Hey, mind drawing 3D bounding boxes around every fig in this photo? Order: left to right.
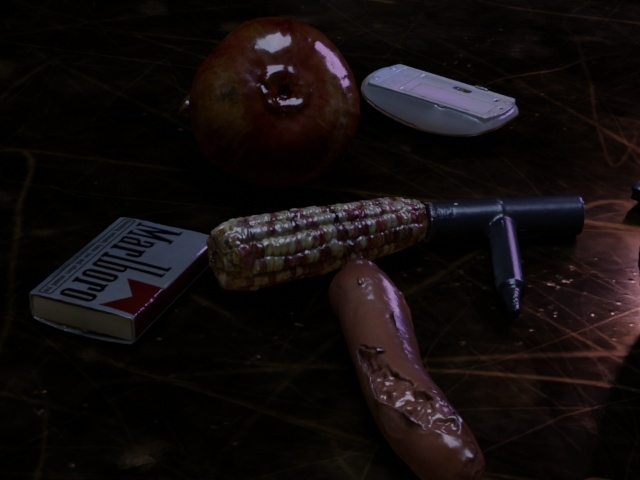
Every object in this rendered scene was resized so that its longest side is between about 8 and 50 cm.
[{"bbox_3d":[-0.057,-0.151,1.736,0.205,0.205,0.205,1,29,-1],"label":"fig"}]

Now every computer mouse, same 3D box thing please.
[{"bbox_3d":[0.144,-0.167,1.896,0.199,0.044,0.102,19,33,29],"label":"computer mouse"}]

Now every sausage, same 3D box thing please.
[{"bbox_3d":[0.068,0.117,1.363,0.078,0.078,0.304,-5,32,-12],"label":"sausage"}]

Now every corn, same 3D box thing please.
[{"bbox_3d":[0.000,0.000,1.570,0.237,0.079,0.079,-10,31,-27],"label":"corn"}]

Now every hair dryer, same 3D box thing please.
[{"bbox_3d":[0.209,0.017,1.583,0.173,0.050,0.195,-5,34,-11],"label":"hair dryer"}]

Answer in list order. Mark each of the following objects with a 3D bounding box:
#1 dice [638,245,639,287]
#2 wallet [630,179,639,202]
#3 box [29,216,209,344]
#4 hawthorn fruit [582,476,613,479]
[{"bbox_3d":[0.414,0.020,1.444,0.183,0.181,0.182,-5,30,-17],"label":"dice"},{"bbox_3d":[0.460,-0.074,1.772,0.124,0.025,0.244,21,33,30],"label":"wallet"},{"bbox_3d":[-0.191,0.036,1.527,0.115,0.036,0.177,14,31,19],"label":"box"},{"bbox_3d":[0.222,0.233,1.120,0.125,0.125,0.140,13,29,18],"label":"hawthorn fruit"}]
